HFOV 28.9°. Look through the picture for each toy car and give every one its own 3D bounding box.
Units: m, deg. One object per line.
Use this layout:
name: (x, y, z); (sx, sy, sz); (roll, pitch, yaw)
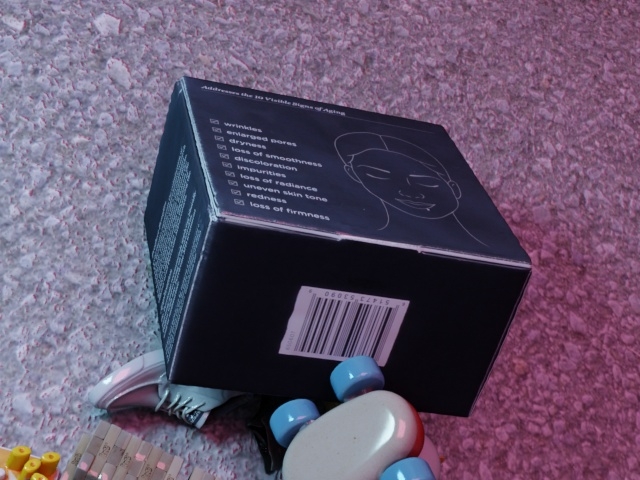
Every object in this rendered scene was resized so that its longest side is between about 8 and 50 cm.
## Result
toy car: (0.082, 0.324, 1.755); (0.238, 0.210, 0.219); (40, 17, -49)

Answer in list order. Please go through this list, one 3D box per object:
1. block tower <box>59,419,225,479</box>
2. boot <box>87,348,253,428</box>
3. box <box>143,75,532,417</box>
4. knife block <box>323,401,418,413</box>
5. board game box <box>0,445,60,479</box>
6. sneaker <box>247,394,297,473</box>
block tower: (-0.205, 0.377, 1.787); (0.335, 0.097, 0.091); (25, 49, -3)
boot: (-0.216, 0.232, 1.882); (0.258, 0.095, 0.123); (-19, 65, -39)
box: (0.000, 0.000, 1.920); (0.480, 0.297, 0.472); (9, 29, -17)
knife block: (0.081, 0.332, 1.964); (0.088, 0.242, 0.276); (-2, 12, -27)
board game box: (-0.563, 0.381, 1.608); (0.390, 0.050, 0.390); (19, 40, -11)
sneaker: (-0.077, 0.270, 1.936); (0.089, 0.051, 0.170); (-15, 80, -36)
